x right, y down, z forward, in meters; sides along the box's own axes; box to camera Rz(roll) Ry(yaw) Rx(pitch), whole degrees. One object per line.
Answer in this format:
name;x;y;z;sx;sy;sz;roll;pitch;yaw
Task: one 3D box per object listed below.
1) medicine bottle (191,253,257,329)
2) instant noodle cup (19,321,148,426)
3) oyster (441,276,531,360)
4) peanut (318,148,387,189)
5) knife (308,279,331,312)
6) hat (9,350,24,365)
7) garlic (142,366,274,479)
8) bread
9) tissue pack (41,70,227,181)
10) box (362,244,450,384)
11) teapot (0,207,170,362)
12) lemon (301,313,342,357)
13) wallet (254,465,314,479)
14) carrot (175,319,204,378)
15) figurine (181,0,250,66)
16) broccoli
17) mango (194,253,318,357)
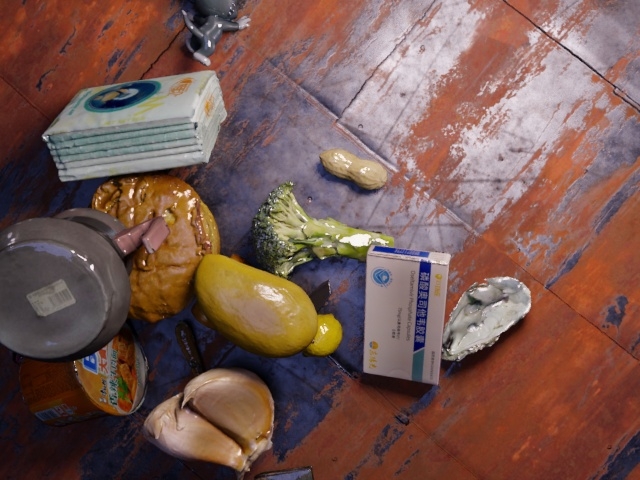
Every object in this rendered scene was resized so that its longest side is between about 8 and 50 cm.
medicine bottle;-0.254;0.139;1.661;0.096;0.096;0.192;40;96;5
instant noodle cup;-0.630;0.348;1.638;0.214;0.296;0.296;-21;89;16
oyster;0.414;0.206;1.577;0.199;0.087;0.252;15;88;14
peanut;0.084;-0.187;1.612;0.187;0.082;0.082;24;95;6
knife;-0.043;0.199;1.674;0.060;0.028;0.230;38;94;17
hat;-0.840;0.245;1.753;0.140;0.129;0.227;-33;65;-32
garlic;-0.280;0.466;1.606;0.313;0.249;0.286;35;123;-20
bread;-0.442;0.012;1.626;0.398;0.215;0.398;0;90;7
tissue pack;-0.459;-0.295;1.580;0.388;0.287;0.162;-6;127;8
box;0.210;0.186;1.546;0.200;0.065;0.343;7;113;16
teapot;-0.518;0.057;1.355;0.376;0.362;0.305;-24;107;0
lemon;-0.002;0.251;1.624;0.109;0.109;0.133;37;89;5
wallet;-0.074;0.776;1.682;0.169;0.044;0.317;-10;91;7
carrot;-0.346;0.340;1.711;0.049;0.049;0.254;-19;94;8
figurine;-0.301;-0.592;1.628;0.193;0.140;0.265;16;70;24
broccoli;-0.005;0.018;1.592;0.361;0.221;0.252;26;64;3
mango;-0.162;0.170;1.508;0.332;0.142;0.195;21;85;-1
